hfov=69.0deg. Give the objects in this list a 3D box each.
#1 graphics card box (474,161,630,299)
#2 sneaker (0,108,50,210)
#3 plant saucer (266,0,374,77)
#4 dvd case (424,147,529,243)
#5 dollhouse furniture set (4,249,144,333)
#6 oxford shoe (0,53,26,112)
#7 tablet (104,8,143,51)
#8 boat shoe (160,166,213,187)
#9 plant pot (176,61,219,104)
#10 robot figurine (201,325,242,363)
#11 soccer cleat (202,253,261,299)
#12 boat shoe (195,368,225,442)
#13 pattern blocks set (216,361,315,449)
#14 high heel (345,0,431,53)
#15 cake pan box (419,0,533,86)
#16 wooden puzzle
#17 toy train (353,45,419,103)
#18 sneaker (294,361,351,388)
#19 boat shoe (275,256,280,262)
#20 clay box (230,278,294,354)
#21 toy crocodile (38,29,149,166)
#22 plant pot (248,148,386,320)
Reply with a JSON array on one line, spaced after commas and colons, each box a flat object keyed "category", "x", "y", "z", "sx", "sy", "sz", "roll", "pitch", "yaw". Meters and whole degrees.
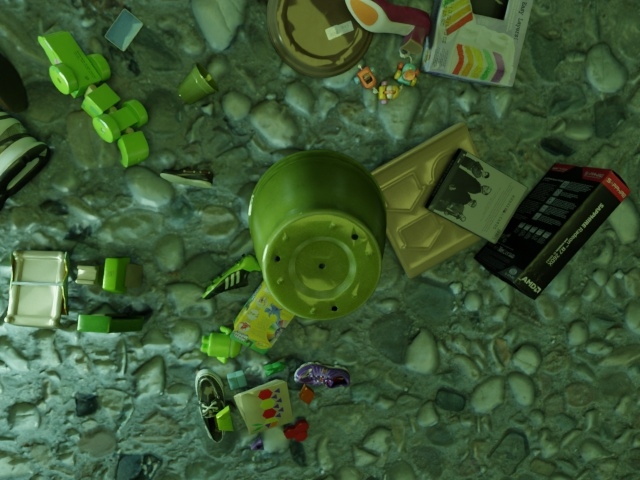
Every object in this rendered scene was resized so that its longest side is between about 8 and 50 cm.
[{"category": "graphics card box", "x": 0.618, "y": -0.035, "z": 1.277, "sx": 0.094, "sy": 0.233, "sz": 0.371, "roll": 38, "pitch": 95, "yaw": -16}, {"category": "sneaker", "x": -0.886, "y": -0.149, "z": 1.081, "sx": 0.447, "sy": 0.169, "sz": 0.257, "roll": -45, "pitch": 97, "yaw": -4}, {"category": "plant saucer", "x": 0.005, "y": -0.550, "z": 1.155, "sx": 0.278, "sy": 0.041, "sz": 0.278, "roll": -2, "pitch": 104, "yaw": -9}, {"category": "dvd case", "x": 0.424, "y": -0.115, "z": 1.258, "sx": 0.239, "sy": 0.029, "sz": 0.179, "roll": 25, "pitch": 101, "yaw": -18}, {"category": "dollhouse furniture set", "x": -0.634, "y": 0.133, "z": 1.220, "sx": 0.301, "sy": 0.151, "sz": 0.197, "roll": 2, "pitch": 83, "yaw": 8}, {"category": "oxford shoe", "x": -0.764, "y": -0.391, "z": 1.075, "sx": 0.076, "sy": 0.076, "sz": 0.212, "roll": -15, "pitch": 111, "yaw": 27}, {"category": "tablet", "x": -0.469, "y": -0.502, "z": 1.112, "sx": 0.054, "sy": 0.006, "sz": 0.083, "roll": 37, "pitch": 95, "yaw": -15}, {"category": "boat shoe", "x": -0.343, "y": -0.166, "z": 1.200, "sx": 0.133, "sy": 0.049, "sz": 0.042, "roll": 8, "pitch": 75, "yaw": -4}, {"category": "plant pot", "x": -0.305, "y": -0.375, "z": 1.138, "sx": 0.079, "sy": 0.083, "sz": 0.083, "roll": -33, "pitch": 107, "yaw": 13}, {"category": "robot figurine", "x": -0.276, "y": 0.295, "z": 1.312, "sx": 0.115, "sy": 0.067, "sz": 0.101, "roll": 7, "pitch": 95, "yaw": -10}, {"category": "soccer cleat", "x": -0.243, "y": 0.112, "z": 1.276, "sx": 0.179, "sy": 0.060, "sz": 0.072, "roll": -39, "pitch": 108, "yaw": 0}, {"category": "boat shoe", "x": -0.311, "y": 0.481, "z": 1.352, "sx": 0.078, "sy": 0.070, "sz": 0.219, "roll": -13, "pitch": 106, "yaw": -5}, {"category": "pattern blocks set", "x": -0.157, "y": 0.485, "z": 1.352, "sx": 0.285, "sy": 0.026, "sz": 0.325, "roll": -5, "pitch": 118, "yaw": -16}, {"category": "high heel", "x": 0.171, "y": -0.567, "z": 1.140, "sx": 0.244, "sy": 0.082, "sz": 0.117, "roll": 21, "pitch": 72, "yaw": -20}, {"category": "cake pan box", "x": 0.406, "y": -0.549, "z": 1.202, "sx": 0.246, "sy": 0.070, "sz": 0.267, "roll": 8, "pitch": 102, "yaw": -13}, {"category": "wooden puzzle", "x": 0.313, "y": -0.108, "z": 1.298, "sx": 0.322, "sy": 0.080, "sz": 0.348, "roll": -29, "pitch": 111, "yaw": 0}, {"category": "toy train", "x": 0.178, "y": -0.429, "z": 1.207, "sx": 0.166, "sy": 0.046, "sz": 0.125, "roll": -31, "pitch": 107, "yaw": 0}, {"category": "sneaker", "x": 0.008, "y": 0.404, "z": 1.381, "sx": 0.170, "sy": 0.071, "sz": 0.068, "roll": 2, "pitch": 103, "yaw": -8}, {"category": "boat shoe", "x": -0.101, "y": 0.016, "z": 1.285, "sx": 0.056, "sy": 0.048, "sz": 0.153, "roll": -7, "pitch": 111, "yaw": -12}, {"category": "clay box", "x": -0.147, "y": 0.202, "z": 1.310, "sx": 0.127, "sy": 0.053, "sz": 0.222, "roll": 34, "pitch": 98, "yaw": -22}, {"category": "toy crocodile", "x": -0.527, "y": -0.333, "z": 1.102, "sx": 0.340, "sy": 0.105, "sz": 0.115, "roll": 54, "pitch": 50, "yaw": -16}, {"category": "plant pot", "x": 0.000, "y": 0.000, "z": 1.067, "sx": 0.366, "sy": 0.353, "sz": 0.366, "roll": -1, "pitch": 109, "yaw": -2}]
